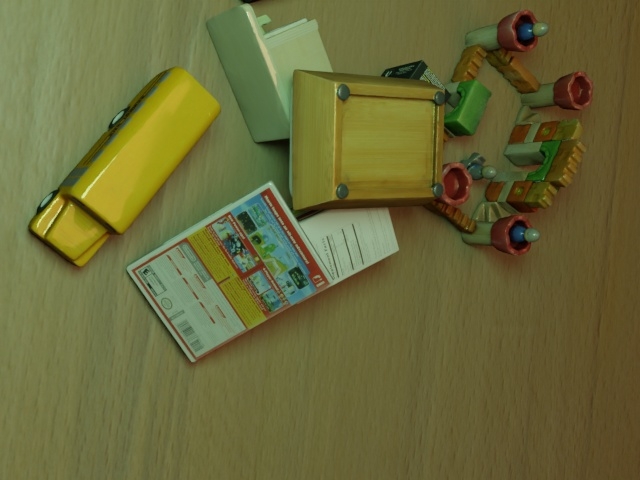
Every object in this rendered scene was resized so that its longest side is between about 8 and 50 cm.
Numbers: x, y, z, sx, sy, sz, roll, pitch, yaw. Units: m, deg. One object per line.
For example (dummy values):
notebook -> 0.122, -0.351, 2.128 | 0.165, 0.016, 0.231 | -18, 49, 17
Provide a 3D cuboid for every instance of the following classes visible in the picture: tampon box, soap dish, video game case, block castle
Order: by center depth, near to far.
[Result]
video game case -> -0.151, 0.056, 1.282 | 0.285, 0.025, 0.204 | -30, 104, 7
soap dish -> 0.087, -0.166, 1.294 | 0.291, 0.118, 0.229 | -4, 99, -36
tampon box -> 0.154, -0.257, 1.506 | 0.101, 0.120, 0.161 | 44, 70, -27
block castle -> 0.395, -0.219, 1.613 | 0.303, 0.213, 0.453 | 34, 74, -30

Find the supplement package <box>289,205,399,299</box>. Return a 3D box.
supplement package -> 0.000, 0.000, 1.409 | 0.244, 0.139, 0.134 | -26, 108, -30

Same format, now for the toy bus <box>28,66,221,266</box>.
toy bus -> -0.307, -0.115, 1.205 | 0.108, 0.130, 0.333 | 44, 69, -27

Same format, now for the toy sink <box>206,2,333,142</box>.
toy sink -> -0.074, -0.306, 1.336 | 0.131, 0.153, 0.234 | -31, 108, -28

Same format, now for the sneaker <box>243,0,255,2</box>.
sneaker -> -0.058, -0.504, 1.374 | 0.234, 0.084, 0.097 | -28, 106, -29
